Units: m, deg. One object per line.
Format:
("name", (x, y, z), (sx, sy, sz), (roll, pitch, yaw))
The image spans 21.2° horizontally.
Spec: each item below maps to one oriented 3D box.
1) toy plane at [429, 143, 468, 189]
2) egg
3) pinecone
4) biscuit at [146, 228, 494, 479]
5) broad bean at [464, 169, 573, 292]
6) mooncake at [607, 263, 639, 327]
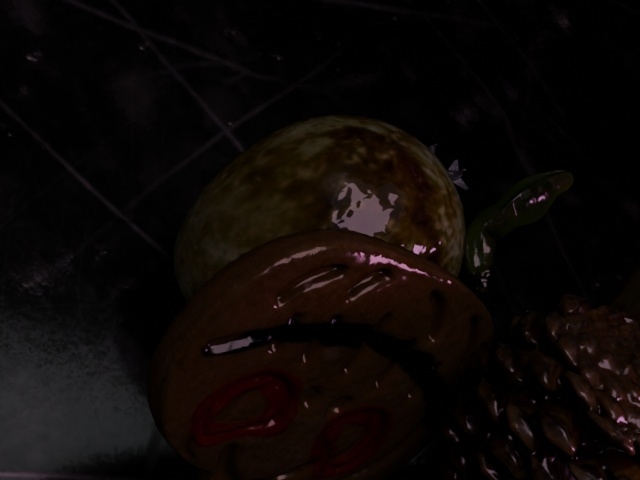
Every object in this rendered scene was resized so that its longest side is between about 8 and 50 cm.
("toy plane", (0.126, -0.068, 1.884), (0.083, 0.031, 0.079), (-10, 69, -30))
("egg", (0.000, 0.000, 1.660), (0.289, 0.238, 0.238), (-12, 70, -21))
("pinecone", (0.225, 0.169, 1.563), (0.243, 0.257, 0.244), (21, 63, -48))
("biscuit", (-0.003, 0.136, 1.556), (0.367, 0.314, 0.063), (23, 21, -46))
("broad bean", (0.210, -0.025, 1.894), (0.061, 0.046, 0.195), (48, 58, -11))
("mooncake", (0.469, 0.157, 1.710), (0.394, 0.393, 0.246), (24, 48, 31))
